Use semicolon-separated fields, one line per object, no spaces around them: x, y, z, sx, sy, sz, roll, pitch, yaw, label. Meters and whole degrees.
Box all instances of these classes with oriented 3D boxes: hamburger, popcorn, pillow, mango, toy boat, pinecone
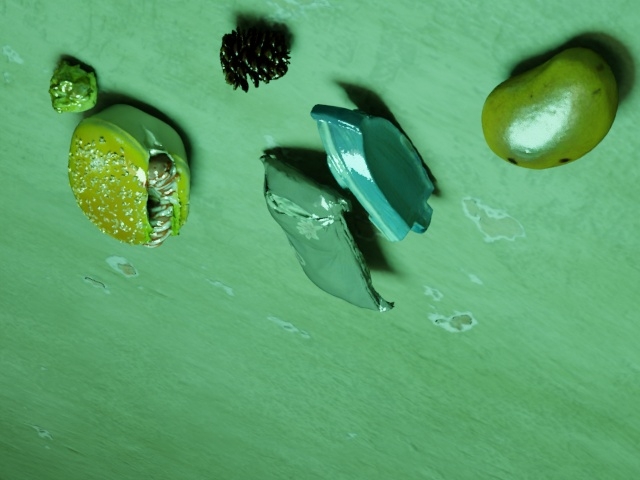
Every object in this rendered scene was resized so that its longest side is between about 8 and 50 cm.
-0.248;-0.081;2.215;0.173;0.116;0.210;24;148;7;hamburger
-0.318;-0.190;2.161;0.083;0.059;0.068;2;142;46;popcorn
0.000;0.000;2.174;0.169;0.059;0.255;28;156;35;pillow
0.250;-0.137;1.823;0.178;0.090;0.115;-27;114;42;mango
0.049;-0.085;2.031;0.102;0.088;0.215;1;142;39;toy boat
-0.076;-0.210;1.951;0.083;0.077;0.077;-10;135;28;pinecone
